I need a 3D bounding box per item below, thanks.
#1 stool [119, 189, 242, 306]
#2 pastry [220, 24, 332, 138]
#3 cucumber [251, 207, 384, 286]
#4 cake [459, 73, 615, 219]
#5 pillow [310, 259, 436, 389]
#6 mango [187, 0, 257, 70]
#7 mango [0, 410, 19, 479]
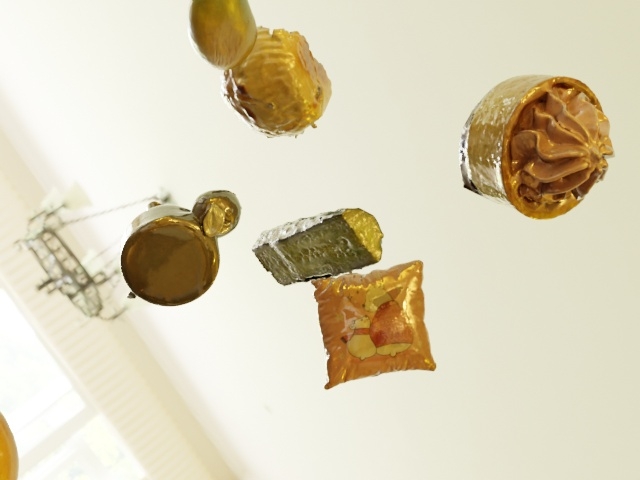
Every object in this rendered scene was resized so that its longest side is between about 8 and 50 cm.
[{"bbox_3d":[-0.228,0.009,1.317,0.139,0.228,0.153,-126,-164,-66],"label":"stool"},{"bbox_3d":[-0.112,-0.334,1.799,0.236,0.170,0.256,-21,-48,20],"label":"pastry"},{"bbox_3d":[0.003,-0.001,0.926,0.078,0.062,0.211,49,-32,-14],"label":"cucumber"},{"bbox_3d":[0.308,-0.112,1.061,0.178,0.185,0.208,43,-40,51],"label":"cake"},{"bbox_3d":[0.103,0.163,1.551,0.084,0.236,0.223,138,-58,-83],"label":"pillow"},{"bbox_3d":[-0.199,-0.430,1.574,0.091,0.137,0.237,55,-7,29],"label":"mango"},{"bbox_3d":[-0.492,0.290,1.141,0.084,0.102,0.184,4,-66,53],"label":"mango"}]
